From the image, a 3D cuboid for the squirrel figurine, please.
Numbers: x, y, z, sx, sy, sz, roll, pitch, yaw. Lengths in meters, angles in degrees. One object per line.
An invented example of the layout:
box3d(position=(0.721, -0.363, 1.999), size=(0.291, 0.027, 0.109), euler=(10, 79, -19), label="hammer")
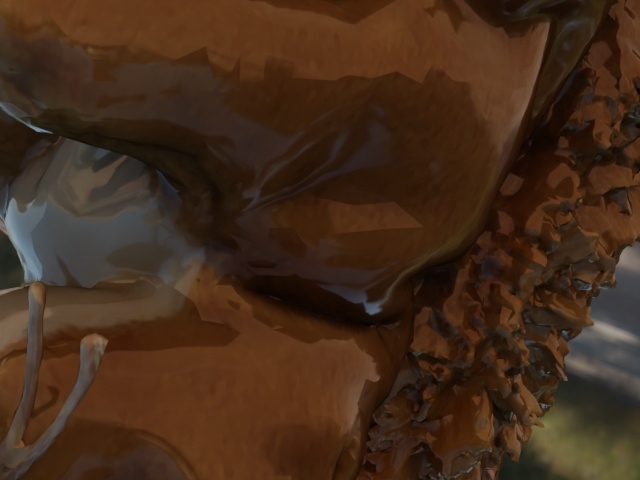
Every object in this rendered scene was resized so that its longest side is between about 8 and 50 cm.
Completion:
box3d(position=(0.000, 0.000, 0.729), size=(0.281, 0.370, 0.397), euler=(-5, 160, 37), label="squirrel figurine")
